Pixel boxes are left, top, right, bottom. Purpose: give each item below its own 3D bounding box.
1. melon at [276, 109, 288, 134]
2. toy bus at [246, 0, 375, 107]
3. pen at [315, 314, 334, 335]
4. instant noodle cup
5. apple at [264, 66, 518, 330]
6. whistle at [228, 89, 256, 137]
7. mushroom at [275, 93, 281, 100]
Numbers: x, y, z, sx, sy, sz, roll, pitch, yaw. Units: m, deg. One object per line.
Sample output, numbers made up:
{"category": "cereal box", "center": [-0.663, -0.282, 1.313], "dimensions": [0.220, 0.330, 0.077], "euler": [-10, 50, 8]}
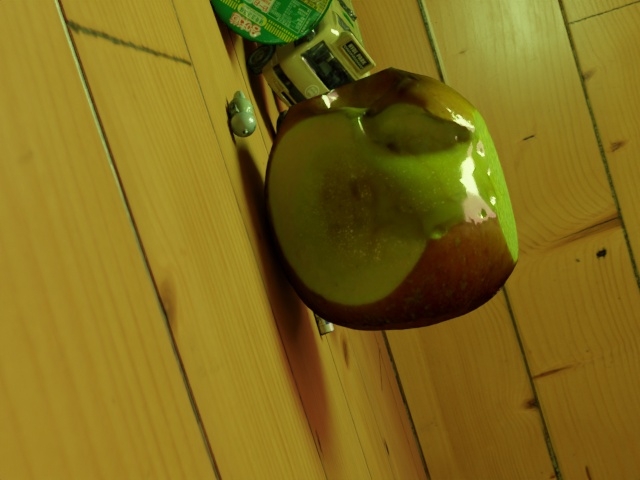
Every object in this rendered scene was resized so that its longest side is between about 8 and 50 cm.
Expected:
{"category": "melon", "center": [0.075, -0.083, 1.790], "dimensions": [0.331, 0.226, 0.343], "euler": [53, 16, -36]}
{"category": "toy bus", "center": [-0.025, -0.393, 1.795], "dimensions": [0.177, 0.202, 0.365], "euler": [45, 24, -39]}
{"category": "pen", "center": [-0.017, 0.058, 1.571], "dimensions": [0.025, 0.025, 0.204], "euler": [10, 63, -85]}
{"category": "instant noodle cup", "center": [-0.086, -0.432, 1.565], "dimensions": [0.233, 0.207, 0.207], "euler": [-116, -173, -77]}
{"category": "apple", "center": [0.097, -0.061, 1.298], "dimensions": [0.384, 0.374, 0.374], "euler": [-152, -137, -73]}
{"category": "whistle", "center": [-0.107, -0.172, 1.276], "dimensions": [0.100, 0.035, 0.035], "euler": [-104, 175, -48]}
{"category": "mushroom", "center": [-0.045, -0.397, 2.062], "dimensions": [0.215, 0.207, 0.207], "euler": [15, 51, -45]}
